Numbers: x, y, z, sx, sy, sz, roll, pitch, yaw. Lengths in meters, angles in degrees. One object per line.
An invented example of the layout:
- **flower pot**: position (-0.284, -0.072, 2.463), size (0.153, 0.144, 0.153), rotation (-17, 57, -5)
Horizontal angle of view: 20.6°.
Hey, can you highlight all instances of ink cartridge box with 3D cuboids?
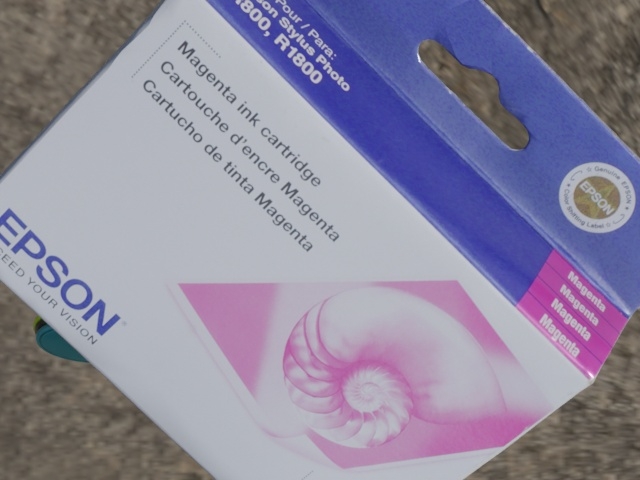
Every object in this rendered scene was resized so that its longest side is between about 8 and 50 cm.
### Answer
- **ink cartridge box**: position (0.000, 0.000, 1.028), size (0.324, 0.071, 0.330), rotation (44, 121, -6)

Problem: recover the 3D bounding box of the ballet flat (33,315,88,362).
- **ballet flat**: position (-0.090, 0.045, 1.260), size (0.231, 0.077, 0.077), rotation (-2, 54, 16)
